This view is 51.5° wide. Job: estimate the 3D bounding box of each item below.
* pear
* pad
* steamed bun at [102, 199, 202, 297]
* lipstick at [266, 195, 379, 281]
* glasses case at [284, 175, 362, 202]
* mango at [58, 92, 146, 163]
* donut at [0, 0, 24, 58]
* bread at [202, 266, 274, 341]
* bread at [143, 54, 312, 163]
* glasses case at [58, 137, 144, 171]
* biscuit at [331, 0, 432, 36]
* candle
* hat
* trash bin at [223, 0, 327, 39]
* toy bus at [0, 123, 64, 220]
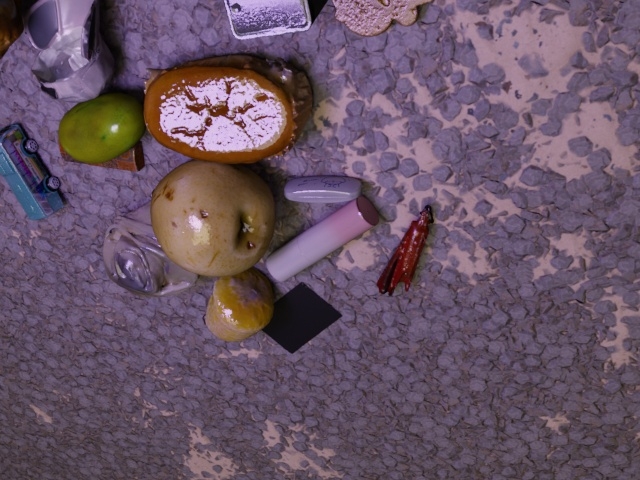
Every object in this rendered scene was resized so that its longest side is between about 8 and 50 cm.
[{"bbox_3d":[-0.270,-0.058,1.648,0.309,0.309,0.309,7,124,11],"label":"pear"},{"bbox_3d":[-0.071,0.232,1.955,0.164,0.004,0.243,41,123,-12],"label":"pad"},{"bbox_3d":[-0.458,0.044,1.817,0.280,0.207,0.268,-20,115,24],"label":"steamed bun"},{"bbox_3d":[0.000,0.000,1.729,0.327,0.087,0.087,-32,110,31],"label":"lipstick"},{"bbox_3d":[0.005,-0.128,1.651,0.197,0.076,0.049,2,125,15],"label":"glasses case"},{"bbox_3d":[-0.521,-0.280,1.623,0.273,0.185,0.149,-9,127,34],"label":"mango"},{"bbox_3d":[-0.789,-0.560,1.450,0.160,0.330,0.330,-29,111,17],"label":"donut"},{"bbox_3d":[-0.228,0.180,1.863,0.197,0.197,0.170,36,135,-9],"label":"bread"},{"bbox_3d":[-0.215,-0.300,1.534,0.389,0.183,0.236,0,120,16],"label":"bread"},{"bbox_3d":[-0.582,-0.234,1.761,0.218,0.049,0.075,9,124,10],"label":"glasses case"},{"bbox_3d":[0.132,-0.511,1.386,0.225,0.036,0.166,-27,112,32],"label":"biscuit"},{"bbox_3d":[0.223,0.029,1.705,0.084,0.059,0.301,14,125,-5],"label":"candle"},{"bbox_3d":[-0.571,-0.461,1.557,0.232,0.161,0.275,17,103,27],"label":"hat"},{"bbox_3d":[-0.078,-0.501,1.326,0.164,0.240,0.122,-3,121,16],"label":"trash bin"},{"bbox_3d":[-0.812,-0.185,1.828,0.091,0.109,0.261,-9,119,28],"label":"toy bus"}]
